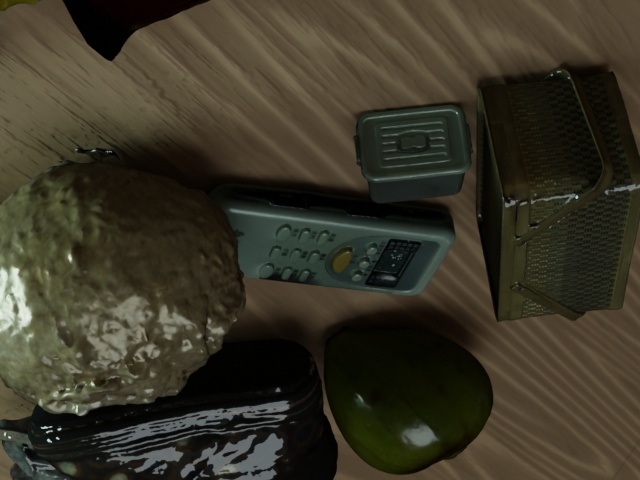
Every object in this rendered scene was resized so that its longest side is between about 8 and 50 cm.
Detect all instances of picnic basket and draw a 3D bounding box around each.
[{"bbox_3d":[0.245,-0.041,1.355,0.139,0.165,0.267,-7,145,1],"label":"picnic basket"}]

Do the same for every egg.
[{"bbox_3d":[-0.233,0.049,1.345,0.310,0.279,0.279,-8,146,29],"label":"egg"}]

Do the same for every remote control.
[{"bbox_3d":[0.000,0.000,1.473,0.296,0.056,0.140,7,140,-17],"label":"remote control"}]

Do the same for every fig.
[{"bbox_3d":[0.107,0.190,1.660,0.225,0.203,0.203,47,133,5],"label":"fig"}]

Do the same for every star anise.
[{"bbox_3d":[-0.334,0.331,1.814,0.359,0.139,0.316,-20,135,19],"label":"star anise"}]

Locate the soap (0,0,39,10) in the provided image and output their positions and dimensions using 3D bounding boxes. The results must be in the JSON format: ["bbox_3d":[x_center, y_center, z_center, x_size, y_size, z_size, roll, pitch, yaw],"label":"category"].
[{"bbox_3d":[-0.303,-0.314,0.894,0.091,0.199,0.315,-18,141,10],"label":"soap"}]

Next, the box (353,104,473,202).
[{"bbox_3d":[0.097,-0.088,1.348,0.122,0.084,0.069,-5,153,1],"label":"box"}]

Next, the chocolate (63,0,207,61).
[{"bbox_3d":[-0.070,-0.347,0.798,0.331,0.384,0.384,-25,143,-2],"label":"chocolate"}]

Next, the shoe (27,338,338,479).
[{"bbox_3d":[-0.172,0.271,1.673,0.384,0.171,0.237,-10,118,1],"label":"shoe"}]
